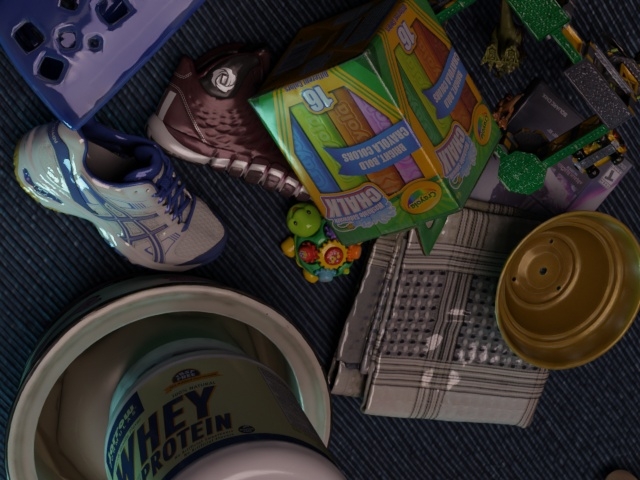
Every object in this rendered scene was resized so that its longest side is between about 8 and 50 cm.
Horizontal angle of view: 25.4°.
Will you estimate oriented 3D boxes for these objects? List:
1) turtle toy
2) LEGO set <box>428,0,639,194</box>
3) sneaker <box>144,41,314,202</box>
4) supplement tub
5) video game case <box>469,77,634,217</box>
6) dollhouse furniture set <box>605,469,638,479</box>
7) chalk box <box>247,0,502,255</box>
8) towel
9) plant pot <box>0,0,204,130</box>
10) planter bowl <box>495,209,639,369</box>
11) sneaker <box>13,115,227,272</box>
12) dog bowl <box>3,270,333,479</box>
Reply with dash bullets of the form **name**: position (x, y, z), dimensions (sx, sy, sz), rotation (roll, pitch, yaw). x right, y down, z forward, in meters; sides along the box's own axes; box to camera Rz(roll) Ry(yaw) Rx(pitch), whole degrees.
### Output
- **turtle toy**: position (0.000, 0.000, 1.819), dimensions (0.095, 0.066, 0.130), rotation (-41, 117, 0)
- **LEGO set**: position (0.258, -0.242, 1.774), dimensions (0.331, 0.192, 0.255), rotation (42, 124, -11)
- **sneaker**: position (-0.059, -0.150, 1.723), dimensions (0.281, 0.106, 0.162), rotation (17, 101, -23)
- **supplement tub**: position (-0.110, 0.263, 1.575), dimensions (0.235, 0.325, 0.235), rotation (-7, 112, -16)
- **video game case**: position (0.269, -0.055, 1.911), dimensions (0.196, 0.026, 0.274), rotation (37, 95, -26)
- **dollhouse furniture set**: position (0.416, 0.546, 2.189), dimensions (0.303, 0.174, 0.355), rotation (-39, 147, -14)
- **chalk box**: position (0.086, -0.120, 1.684), dimensions (0.179, 0.180, 0.289), rotation (-18, 117, 35)
- **towel**: position (0.189, 0.098, 1.901), dimensions (0.324, 0.056, 0.312), rotation (10, 108, -21)
- **plant pot**: position (-0.267, -0.288, 1.534), dimensions (0.212, 0.236, 0.236), rotation (42, 95, -20)
- **planter bowl**: position (0.309, 0.052, 1.857), dimensions (0.217, 0.090, 0.217), rotation (-6, 110, -17)
- **sneaker**: position (-0.210, -0.052, 1.667), dimensions (0.296, 0.131, 0.112), rotation (27, 56, -36)
- **dog bowl**: position (-0.199, 0.217, 1.793), dimensions (0.408, 0.150, 0.408), rotation (-6, 111, -16)
